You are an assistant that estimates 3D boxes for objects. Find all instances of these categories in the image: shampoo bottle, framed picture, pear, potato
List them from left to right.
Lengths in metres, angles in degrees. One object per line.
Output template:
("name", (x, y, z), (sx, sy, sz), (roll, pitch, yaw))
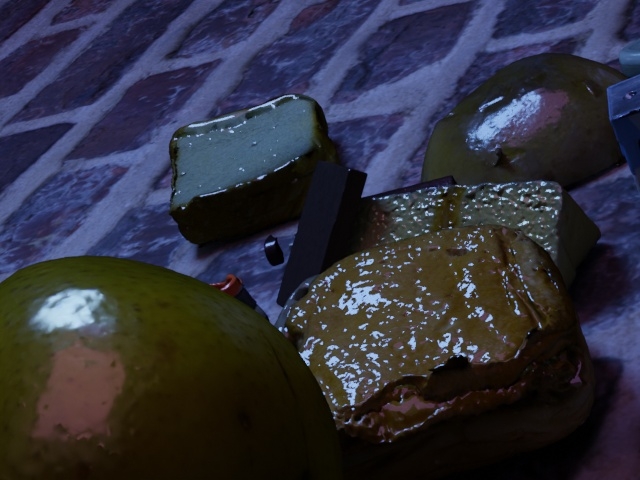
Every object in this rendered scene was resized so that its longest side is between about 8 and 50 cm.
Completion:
("pear", (-0.151, 0.207, 1.249), (0.362, 0.362, 0.418), (-21, 50, 1))
("framed picture", (0.000, 0.000, 1.777), (0.023, 0.168, 0.128), (16, 2, -17))
("shampoo bottle", (0.049, -0.017, 1.883), (0.236, 0.067, 0.068), (-15, 3, 12))
("potato", (0.247, -0.142, 1.938), (0.299, 0.116, 0.239), (-21, 29, 6))

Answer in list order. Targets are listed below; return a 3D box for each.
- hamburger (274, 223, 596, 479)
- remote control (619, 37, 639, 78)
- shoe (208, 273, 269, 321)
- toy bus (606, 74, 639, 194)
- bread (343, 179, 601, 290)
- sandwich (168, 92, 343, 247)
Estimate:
("hamburger", (0.094, 0.111, 1.475), (0.318, 0.158, 0.318), (-17, 25, 8))
("remote control", (0.514, -0.215, 1.908), (0.128, 0.065, 0.335), (-29, 24, -37))
("shoe", (-0.156, 0.085, 1.831), (0.194, 0.077, 0.074), (-11, 27, 22))
("toy bus", (0.462, -0.145, 1.734), (0.297, 0.131, 0.106), (-14, 25, 15))
("bread", (0.150, 0.008, 1.714), (0.266, 0.142, 0.178), (-4, 15, 31))
("sandwich", (-0.089, -0.096, 2.136), (0.226, 0.087, 0.251), (-22, 27, 4))
